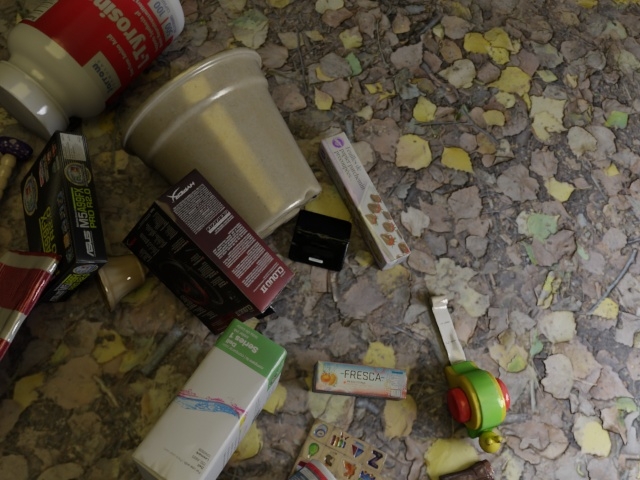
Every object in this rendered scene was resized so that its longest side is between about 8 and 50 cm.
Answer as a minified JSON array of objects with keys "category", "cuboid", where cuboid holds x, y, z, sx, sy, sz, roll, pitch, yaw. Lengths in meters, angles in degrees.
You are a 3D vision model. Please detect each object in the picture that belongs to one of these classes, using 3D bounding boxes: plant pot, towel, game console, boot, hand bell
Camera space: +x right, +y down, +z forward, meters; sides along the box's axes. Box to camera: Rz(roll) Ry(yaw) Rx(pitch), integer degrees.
[{"category":"plant pot","cuboid":[-0.172,-0.157,1.150,0.333,0.334,0.305,-36,90,-18]},{"category":"towel","cuboid":[-0.604,0.161,1.019,0.037,0.237,0.329,41,62,-39]},{"category":"game console","cuboid":[0.000,0.000,1.254,0.122,0.071,0.107,14,99,-1]},{"category":"boot","cuboid":[0.294,0.492,1.099,0.114,0.037,0.106,-16,60,-16]},{"category":"hand bell","cuboid":[-0.331,0.044,1.159,0.242,0.126,0.126,-21,74,-26]}]

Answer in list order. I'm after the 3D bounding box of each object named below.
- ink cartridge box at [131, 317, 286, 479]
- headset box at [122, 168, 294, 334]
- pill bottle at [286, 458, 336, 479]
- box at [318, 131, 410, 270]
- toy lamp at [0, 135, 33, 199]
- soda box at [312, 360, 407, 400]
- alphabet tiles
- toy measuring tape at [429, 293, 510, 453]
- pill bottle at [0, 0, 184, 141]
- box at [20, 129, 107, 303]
[{"category":"ink cartridge box","cuboid":[-0.186,0.307,0.988,0.117,0.201,0.278,30,58,9]},{"category":"headset box","cuboid":[-0.204,0.044,1.062,0.293,0.218,0.110,47,53,-8]},{"category":"pill bottle","cuboid":[-0.049,0.485,1.000,0.180,0.108,0.108,-32,77,-25]},{"category":"box","cuboid":[0.093,-0.089,1.270,0.063,0.067,0.324,-23,75,-15]},{"category":"toy lamp","cuboid":[-0.674,-0.079,1.160,0.080,0.080,0.275,10,67,-4]},{"category":"soda box","cuboid":[0.077,0.281,1.134,0.183,0.063,0.058,8,69,-5]},{"category":"alphabet tiles","cuboid":[0.054,0.485,1.086,0.237,0.009,0.198,27,69,2]},{"category":"toy measuring tape","cuboid":[0.298,0.258,1.145,0.121,0.121,0.330,-11,72,-11]},{"category":"pill bottle","cuboid":[-0.504,-0.417,1.224,0.229,0.229,0.408,34,70,5]},{"category":"box","cuboid":[-0.502,-0.041,1.099,0.060,0.216,0.270,2,65,-45]}]
